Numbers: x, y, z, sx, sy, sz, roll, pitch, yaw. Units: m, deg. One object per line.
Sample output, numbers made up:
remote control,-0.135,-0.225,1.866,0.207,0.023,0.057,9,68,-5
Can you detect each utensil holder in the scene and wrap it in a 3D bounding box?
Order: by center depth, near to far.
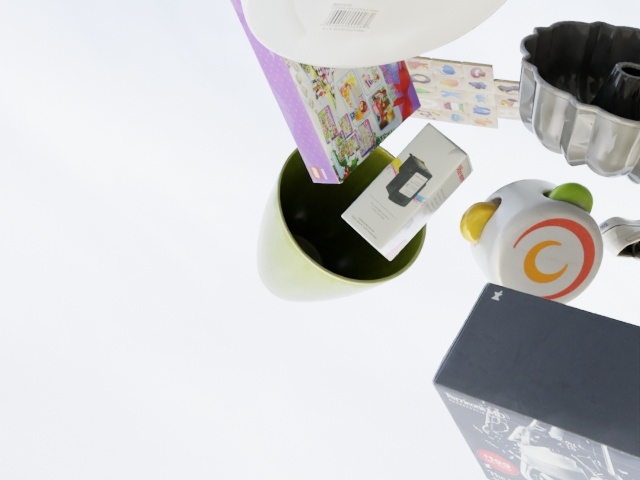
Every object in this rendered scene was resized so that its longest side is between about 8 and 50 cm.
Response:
utensil holder,0.036,-0.433,1.166,0.327,0.327,0.386,5,-117,-35

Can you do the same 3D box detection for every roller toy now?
roller toy,0.343,0.004,1.721,0.146,0.209,0.191,-113,2,-63

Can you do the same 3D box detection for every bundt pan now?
bundt pan,0.431,-0.191,1.527,0.330,0.124,0.331,7,-145,-5

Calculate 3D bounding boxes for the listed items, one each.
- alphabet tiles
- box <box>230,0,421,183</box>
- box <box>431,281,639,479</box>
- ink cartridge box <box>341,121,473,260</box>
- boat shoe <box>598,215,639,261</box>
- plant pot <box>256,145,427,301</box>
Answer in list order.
alphabet tiles,0.229,-0.290,2.070,0.342,0.285,0.011,10,-105,15
box,0.013,-0.251,1.415,0.201,0.057,0.293,-44,-57,-32
box,0.374,0.251,1.468,0.179,0.343,0.312,-57,-39,-23
ink cartridge box,0.122,-0.065,1.465,0.072,0.175,0.127,43,-179,14
boat shoe,0.705,0.003,2.341,0.267,0.096,0.088,7,-136,-46
plant pot,0.000,0.000,1.886,0.274,0.293,0.275,10,-117,-20
